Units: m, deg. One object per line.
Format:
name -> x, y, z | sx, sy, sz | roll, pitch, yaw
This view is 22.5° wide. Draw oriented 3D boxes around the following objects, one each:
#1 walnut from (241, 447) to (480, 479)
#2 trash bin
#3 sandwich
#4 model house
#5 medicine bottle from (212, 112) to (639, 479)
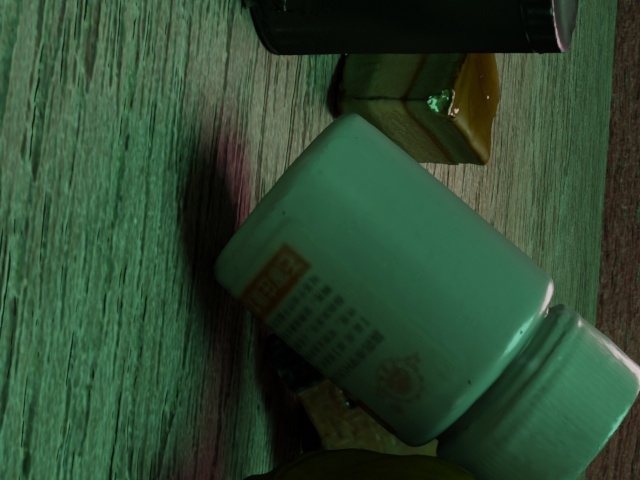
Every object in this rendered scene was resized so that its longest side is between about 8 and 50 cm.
walnut -> 0.050, 0.363, 1.422 | 0.398, 0.354, 0.308 | 57, 28, -21
trash bin -> 0.097, -0.285, 1.612 | 0.252, 0.301, 0.203 | -45, 133, -67
sandwich -> 0.121, -0.160, 1.921 | 0.227, 0.155, 0.198 | -69, 154, -45
model house -> 0.056, 0.092, 1.691 | 0.291, 0.253, 0.184 | 60, 11, -27
medicine bottle -> 0.099, 0.072, 1.492 | 0.211, 0.371, 0.211 | -49, 180, 0
